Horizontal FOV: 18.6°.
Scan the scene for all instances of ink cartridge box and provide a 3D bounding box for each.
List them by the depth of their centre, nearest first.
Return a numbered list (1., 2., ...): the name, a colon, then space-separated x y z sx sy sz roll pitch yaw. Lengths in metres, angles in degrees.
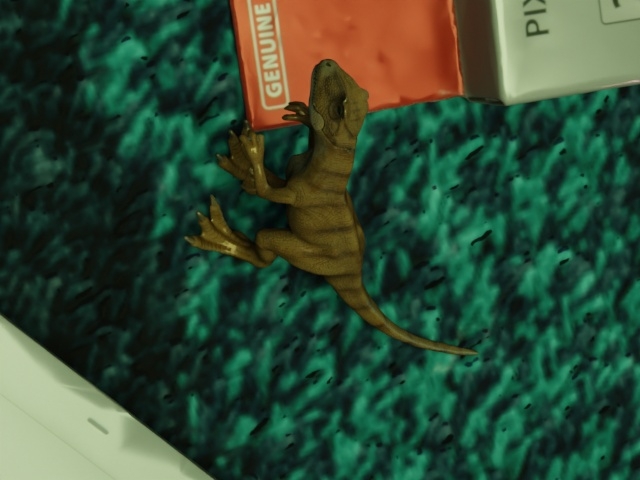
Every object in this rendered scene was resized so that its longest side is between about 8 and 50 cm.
1. ink cartridge box: 0.067 -0.201 0.945 0.239 0.060 0.275 -11 99 -17

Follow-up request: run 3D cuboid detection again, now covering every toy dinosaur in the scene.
1. toy dinosaur: 0.000 0.000 0.935 0.064 0.112 0.211 -56 151 -26

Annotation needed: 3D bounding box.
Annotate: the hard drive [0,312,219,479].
1. hard drive: -0.194 0.195 0.919 0.203 0.040 0.307 40 83 -17
